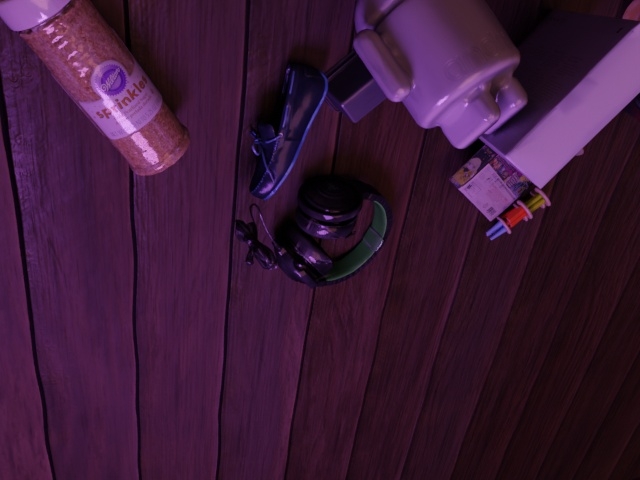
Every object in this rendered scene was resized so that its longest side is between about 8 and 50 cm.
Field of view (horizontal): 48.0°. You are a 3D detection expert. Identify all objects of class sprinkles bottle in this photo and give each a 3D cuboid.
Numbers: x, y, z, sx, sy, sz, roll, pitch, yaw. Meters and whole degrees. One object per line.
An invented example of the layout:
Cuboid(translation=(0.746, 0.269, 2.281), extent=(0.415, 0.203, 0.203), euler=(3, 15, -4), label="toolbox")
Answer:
Cuboid(translation=(-0.343, -0.260, 1.118), extent=(0.121, 0.121, 0.355), euler=(-33, 133, 1), label="sprinkles bottle")

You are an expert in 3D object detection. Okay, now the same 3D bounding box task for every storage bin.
Cuboid(translation=(0.077, -0.279, 1.325), extent=(0.135, 0.091, 0.098), euler=(-38, 132, 6), label="storage bin")

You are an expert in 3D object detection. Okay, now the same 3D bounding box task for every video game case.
Cuboid(translation=(0.405, -0.156, 1.570), extent=(0.210, 0.042, 0.232), euler=(-44, 148, 12), label="video game case")

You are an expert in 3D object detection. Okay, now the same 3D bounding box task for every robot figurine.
Cuboid(translation=(0.192, -0.331, 1.200), extent=(0.300, 0.353, 0.200), euler=(-30, 173, -34), label="robot figurine")

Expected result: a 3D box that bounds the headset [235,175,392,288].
Cuboid(translation=(0.000, 0.000, 1.439), extent=(0.394, 0.185, 0.243), euler=(6, 122, -42), label="headset")

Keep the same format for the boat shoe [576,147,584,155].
Cuboid(translation=(0.552, -0.239, 1.618), extent=(0.137, 0.049, 0.043), euler=(27, 68, -35), label="boat shoe")

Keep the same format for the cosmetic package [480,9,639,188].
Cuboid(translation=(0.410, -0.272, 1.299), extent=(0.097, 0.377, 0.284), euler=(38, 104, -15), label="cosmetic package")

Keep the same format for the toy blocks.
Cuboid(translation=(0.453, -0.056, 1.670), extent=(0.148, 0.054, 0.123), euler=(-38, 174, 5), label="toy blocks")

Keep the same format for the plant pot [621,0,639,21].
Cuboid(translation=(0.690, -0.381, 1.443), extent=(0.032, 0.236, 0.236), euler=(-22, 131, -9), label="plant pot")

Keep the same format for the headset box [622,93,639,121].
Cuboid(translation=(0.789, -0.313, 1.505), extent=(0.110, 0.293, 0.218), euler=(9, 121, -31), label="headset box")

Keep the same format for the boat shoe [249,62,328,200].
Cuboid(translation=(-0.081, -0.203, 1.317), extent=(0.089, 0.109, 0.258), euler=(20, 98, -28), label="boat shoe")
